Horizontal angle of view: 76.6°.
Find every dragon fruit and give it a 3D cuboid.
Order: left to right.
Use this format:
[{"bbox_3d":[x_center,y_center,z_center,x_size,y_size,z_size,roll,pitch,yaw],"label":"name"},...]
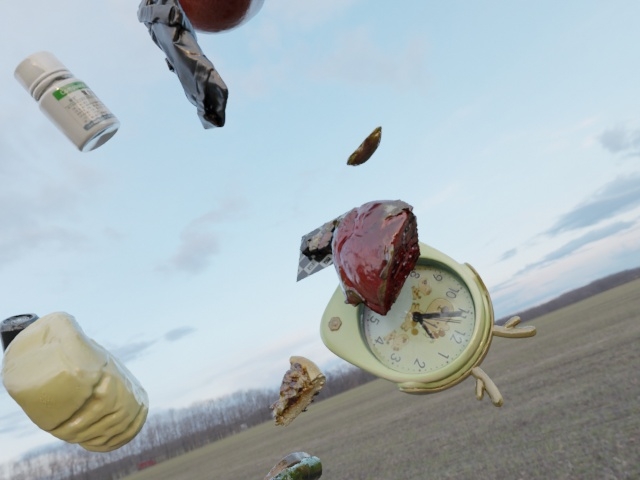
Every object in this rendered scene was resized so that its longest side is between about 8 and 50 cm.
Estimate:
[{"bbox_3d":[0.057,0.014,0.589,0.120,0.161,0.127,-50,-46,-29],"label":"dragon fruit"}]

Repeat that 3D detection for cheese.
[{"bbox_3d":[-0.361,0.214,0.622,0.117,0.226,0.214,-44,-52,-21],"label":"cheese"}]

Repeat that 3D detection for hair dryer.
[{"bbox_3d":[-0.726,0.307,1.140,0.353,0.189,0.107,0,14,12],"label":"hair dryer"}]

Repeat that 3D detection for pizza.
[{"bbox_3d":[-0.079,0.409,1.098,0.069,0.193,0.154,38,-15,-36],"label":"pizza"}]

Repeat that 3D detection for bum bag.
[{"bbox_3d":[-0.272,-0.372,0.817,0.074,0.310,0.137,-37,10,-35],"label":"bum bag"}]

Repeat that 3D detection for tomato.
[{"bbox_3d":[-0.288,-0.739,1.106,0.290,0.325,0.293,27,-39,-4],"label":"tomato"}]

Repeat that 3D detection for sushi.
[{"bbox_3d":[0.000,0.000,1.327,0.220,0.231,0.047,-28,-56,25],"label":"sushi"}]

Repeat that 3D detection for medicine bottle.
[{"bbox_3d":[-0.664,-0.362,1.070,0.139,0.237,0.139,-38,11,9],"label":"medicine bottle"}]

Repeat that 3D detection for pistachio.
[{"bbox_3d":[0.152,-0.293,1.311,0.173,0.049,0.089,-45,-6,38],"label":"pistachio"}]

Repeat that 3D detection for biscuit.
[{"bbox_3d":[-0.108,0.716,1.133,0.257,0.049,0.273,-48,-43,-23],"label":"biscuit"}]

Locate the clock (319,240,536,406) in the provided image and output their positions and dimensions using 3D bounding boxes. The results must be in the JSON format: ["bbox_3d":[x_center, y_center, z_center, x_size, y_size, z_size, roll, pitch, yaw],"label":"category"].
[{"bbox_3d":[0.164,0.132,0.655,0.235,0.308,0.096,-58,-37,-11],"label":"clock"}]

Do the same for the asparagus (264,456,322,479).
[{"bbox_3d":[-0.048,0.321,0.532,0.165,0.030,0.036,15,-85,-58],"label":"asparagus"}]
